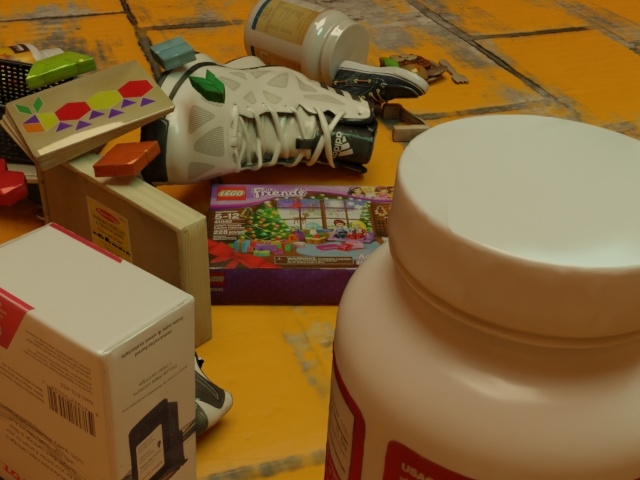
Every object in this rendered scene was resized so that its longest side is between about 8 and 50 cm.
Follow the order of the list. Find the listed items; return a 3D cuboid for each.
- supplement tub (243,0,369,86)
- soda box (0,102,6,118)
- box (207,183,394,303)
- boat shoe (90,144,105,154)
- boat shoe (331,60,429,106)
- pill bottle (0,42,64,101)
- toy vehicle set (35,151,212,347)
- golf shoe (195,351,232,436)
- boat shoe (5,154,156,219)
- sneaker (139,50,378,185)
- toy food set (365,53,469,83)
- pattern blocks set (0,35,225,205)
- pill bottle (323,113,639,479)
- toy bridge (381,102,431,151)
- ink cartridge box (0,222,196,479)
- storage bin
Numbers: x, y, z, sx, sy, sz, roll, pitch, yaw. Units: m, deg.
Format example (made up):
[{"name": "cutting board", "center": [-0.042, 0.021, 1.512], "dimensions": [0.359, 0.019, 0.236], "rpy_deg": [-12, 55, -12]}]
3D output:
[{"name": "supplement tub", "center": [-0.026, -0.366, 1.538], "dimensions": [0.200, 0.144, 0.144], "rpy_deg": [26, 40, 29]}, {"name": "soda box", "center": [-0.550, -0.108, 1.152], "dimensions": [0.091, 0.098, 0.286], "rpy_deg": [25, 39, 28]}, {"name": "box", "center": [0.000, 0.000, 1.073], "dimensions": [0.293, 0.057, 0.201], "rpy_deg": [0, 33, -4]}, {"name": "boat shoe", "center": [-0.375, -0.145, 1.260], "dimensions": [0.059, 0.063, 0.170], "rpy_deg": [4, 24, 6]}, {"name": "boat shoe", "center": [0.094, -0.250, 1.422], "dimensions": [0.183, 0.065, 0.083], "rpy_deg": [18, 77, 37]}, {"name": "pill bottle", "center": [-0.516, -0.251, 1.348], "dimensions": [0.215, 0.117, 0.117], "rpy_deg": [-22, 41, -33]}, {"name": "toy vehicle set", "center": [-0.231, -0.002, 0.962], "dimensions": [0.267, 0.166, 0.035], "rpy_deg": [28, 42, 31]}, {"name": "golf shoe", "center": [-0.175, 0.138, 0.855], "dimensions": [0.198, 0.077, 0.094], "rpy_deg": [34, 30, 31]}, {"name": "boat shoe", "center": [-0.353, -0.073, 1.135], "dimensions": [0.255, 0.079, 0.095], "rpy_deg": [0, 32, -9]}, {"name": "sneaker", "center": [-0.058, -0.169, 1.182], "dimensions": [0.258, 0.169, 0.447], "rpy_deg": [14, 23, 14]}, {"name": "toy food set", "center": [0.178, -0.337, 1.605], "dimensions": [0.192, 0.038, 0.132], "rpy_deg": [-7, 35, -15]}, {"name": "pattern blocks set", "center": [-0.277, -0.149, 0.981], "dimensions": [0.325, 0.026, 0.285], "rpy_deg": [-19, 44, -13]}, {"name": "pill bottle", "center": [0.118, 0.133, 0.574], "dimensions": [0.229, 0.407, 0.229], "rpy_deg": [2, 34, -2]}, {"name": "toy bridge", "center": [0.151, -0.178, 1.379], "dimensions": [0.063, 0.026, 0.188], "rpy_deg": [-2, 33, -9]}, {"name": "ink cartridge box", "center": [-0.199, 0.131, 0.705], "dimensions": [0.172, 0.237, 0.100], "rpy_deg": [24, 36, 28]}, {"name": "storage bin", "center": [-0.426, -0.178, 1.116], "dimensions": [0.180, 0.084, 0.122], "rpy_deg": [9, 38, -1]}]
